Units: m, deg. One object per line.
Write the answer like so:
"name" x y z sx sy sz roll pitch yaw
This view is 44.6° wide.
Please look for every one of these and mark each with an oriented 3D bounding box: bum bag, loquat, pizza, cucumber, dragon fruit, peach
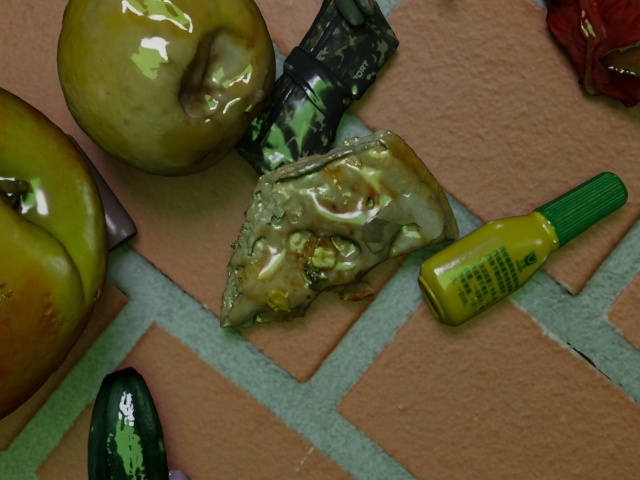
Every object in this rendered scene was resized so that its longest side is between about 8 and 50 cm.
"bum bag" 0.000 -0.176 0.888 0.102 0.069 0.248 31 89 14
"loquat" -0.163 -0.185 0.809 0.243 0.244 0.244 0 91 -1
"pizza" 0.000 0.000 0.870 0.297 0.071 0.189 -26 119 4
"cucumber" -0.225 0.266 0.874 0.115 0.063 0.244 -10 84 39
"dragon fruit" 0.346 -0.329 0.867 0.330 0.240 0.302 47 119 19
"peach" -0.390 0.024 0.741 0.370 0.370 0.370 0 91 -1

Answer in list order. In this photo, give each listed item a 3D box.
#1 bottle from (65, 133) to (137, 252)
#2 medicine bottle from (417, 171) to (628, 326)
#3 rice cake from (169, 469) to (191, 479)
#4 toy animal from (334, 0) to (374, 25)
"bottle" -0.268 -0.053 0.892 0.053 0.053 0.140 -35 92 0
"medicine bottle" 0.236 0.003 0.899 0.260 0.064 0.095 -31 117 -4
"rice cake" -0.107 0.375 0.909 0.055 0.049 0.270 -38 91 -14
"toy animal" 0.000 -0.356 0.864 0.108 0.138 0.236 -43 103 -25
